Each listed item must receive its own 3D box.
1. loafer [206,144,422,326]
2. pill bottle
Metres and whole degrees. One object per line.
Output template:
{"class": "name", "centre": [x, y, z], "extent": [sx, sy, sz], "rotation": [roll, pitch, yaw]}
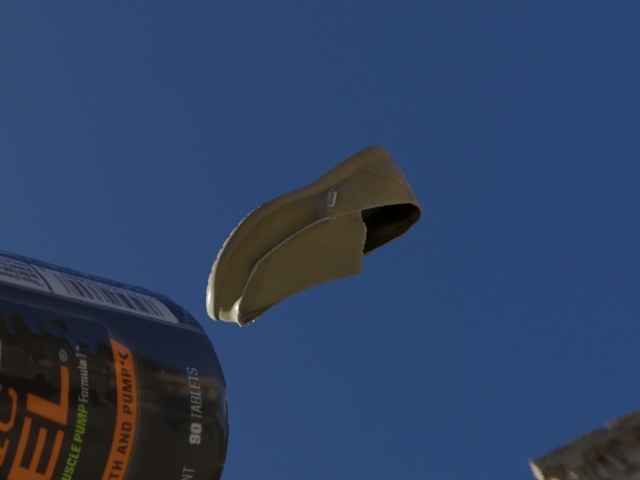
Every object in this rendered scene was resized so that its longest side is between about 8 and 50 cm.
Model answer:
{"class": "loafer", "centre": [0.000, 0.000, 1.364], "extent": [0.268, 0.092, 0.102], "rotation": [-39, -31, -28]}
{"class": "pill bottle", "centre": [-0.156, 0.059, 0.504], "extent": [0.245, 0.130, 0.130], "rotation": [19, -82, -51]}
